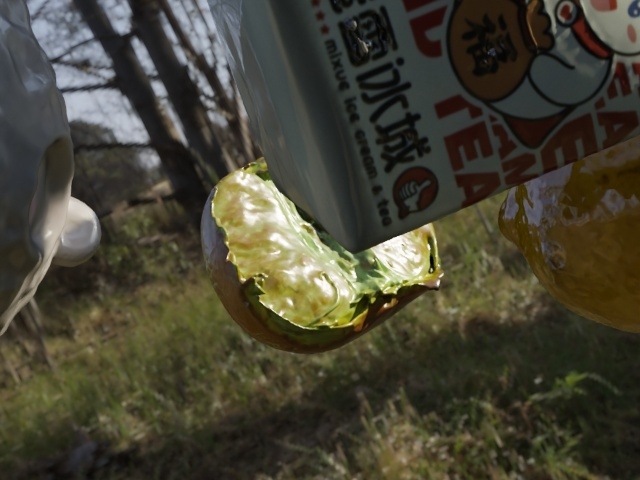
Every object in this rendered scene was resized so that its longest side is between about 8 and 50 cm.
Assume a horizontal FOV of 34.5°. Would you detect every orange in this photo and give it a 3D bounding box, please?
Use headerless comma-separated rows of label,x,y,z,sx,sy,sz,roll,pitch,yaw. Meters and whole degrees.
orange,-0.006,0.003,1.318,0.334,0.262,0.196,-34,2,-30

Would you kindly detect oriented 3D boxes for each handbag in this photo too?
handbag,0.099,-0.131,0.562,0.298,0.171,0.151,-23,21,-9

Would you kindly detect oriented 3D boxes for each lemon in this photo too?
lemon,0.285,-0.039,0.834,0.288,0.233,0.233,-13,7,22

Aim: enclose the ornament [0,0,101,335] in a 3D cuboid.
ornament,-0.318,-0.046,0.588,0.337,0.337,0.337,-25,3,1
